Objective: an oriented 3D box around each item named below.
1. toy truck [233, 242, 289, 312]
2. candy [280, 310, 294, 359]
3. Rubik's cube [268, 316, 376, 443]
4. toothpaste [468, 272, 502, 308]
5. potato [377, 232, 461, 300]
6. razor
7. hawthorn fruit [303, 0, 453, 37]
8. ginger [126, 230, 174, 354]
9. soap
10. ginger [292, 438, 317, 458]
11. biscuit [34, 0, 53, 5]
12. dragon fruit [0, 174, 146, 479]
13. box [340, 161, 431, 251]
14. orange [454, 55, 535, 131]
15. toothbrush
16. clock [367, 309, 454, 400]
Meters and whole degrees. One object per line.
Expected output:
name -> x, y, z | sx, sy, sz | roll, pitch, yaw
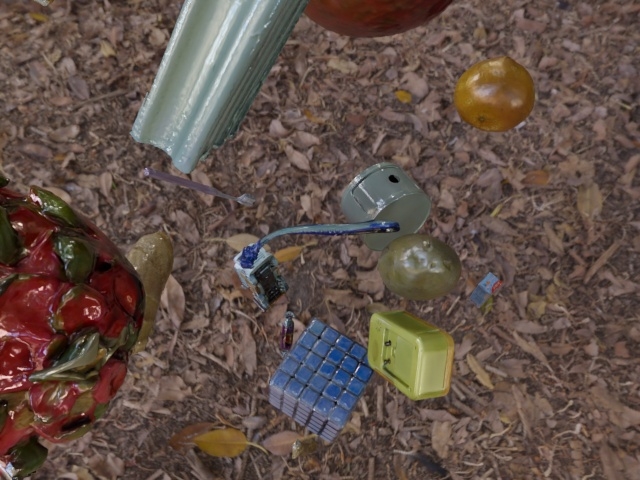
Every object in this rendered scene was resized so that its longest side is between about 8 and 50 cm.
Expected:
toy truck -> -0.149, 0.076, 1.093 | 0.115, 0.177, 0.080 | 37, 67, 27
candy -> -0.108, 0.312, 1.544 | 0.045, 0.174, 0.043 | -2, 16, -32
Rubik's cube -> 0.003, 0.404, 1.353 | 0.237, 0.238, 0.237 | 31, 59, 11
toothpaste -> 0.469, 0.136, 1.328 | 0.070, 0.193, 0.044 | -45, 71, -7
potato -> 0.228, 0.060, 1.085 | 0.178, 0.235, 0.160 | -14, 74, 0
razor -> -0.003, -0.011, 0.938 | 0.324, 0.056, 0.093 | -11, 19, 0
hawthorn fruit -> 0.063, -0.488, 0.632 | 0.403, 0.402, 0.402 | 0, 60, 0
ginger -> -0.469, 0.122, 1.209 | 0.126, 0.190, 0.353 | -14, 46, 27
soap -> -0.067, -0.158, 0.364 | 0.063, 0.198, 0.114 | 35, 33, -8
ginger -> -0.052, 0.612, 1.388 | 0.058, 0.137, 0.044 | -27, 63, 13
biscuit -> -0.479, -0.508, 0.788 | 0.240, 0.158, 0.035 | -22, 48, 38
dragon fruit -> -0.298, 0.052, 0.387 | 0.303, 0.237, 0.231 | 32, 77, 6
box -> 0.189, -0.098, 1.381 | 0.226, 0.226, 0.149 | -25, 55, -13
orange -> 0.346, -0.291, 0.933 | 0.155, 0.154, 0.134 | 24, 83, 14
toothbrush -> -0.284, -0.132, 1.178 | 0.029, 0.354, 0.024 | -40, 63, 22
clock -> 0.189, 0.240, 1.012 | 0.096, 0.202, 0.143 | -3, 101, -25
